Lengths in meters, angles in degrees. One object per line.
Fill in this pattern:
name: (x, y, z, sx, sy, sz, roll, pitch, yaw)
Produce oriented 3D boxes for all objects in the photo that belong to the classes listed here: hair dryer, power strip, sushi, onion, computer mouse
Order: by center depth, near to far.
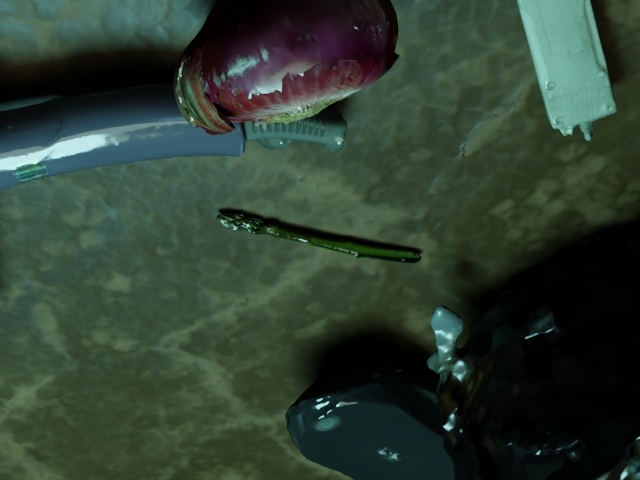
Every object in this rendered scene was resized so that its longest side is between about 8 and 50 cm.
onion: (-0.033, -0.140, 0.885, 0.150, 0.150, 0.140, -21, 96, 16)
power strip: (0.161, -0.133, 0.959, 0.048, 0.030, 0.191, -16, 136, 10)
hair dryer: (-0.158, -0.037, 0.992, 0.361, 0.121, 0.301, -9, 145, -4)
sushi: (0.248, 0.172, 1.074, 0.299, 0.294, 0.281, -25, 126, 6)
computer mouse: (0.055, 0.156, 1.224, 0.122, 0.073, 0.217, -30, 137, 25)

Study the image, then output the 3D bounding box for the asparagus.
asparagus: (0.000, 0.000, 1.098, 0.166, 0.016, 0.013, 11, 168, -18)
